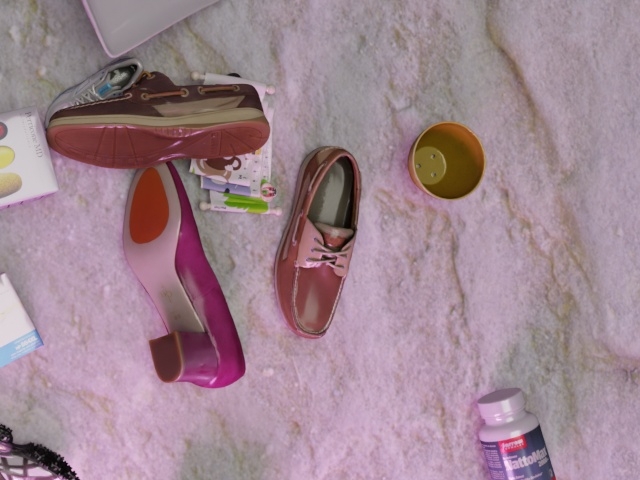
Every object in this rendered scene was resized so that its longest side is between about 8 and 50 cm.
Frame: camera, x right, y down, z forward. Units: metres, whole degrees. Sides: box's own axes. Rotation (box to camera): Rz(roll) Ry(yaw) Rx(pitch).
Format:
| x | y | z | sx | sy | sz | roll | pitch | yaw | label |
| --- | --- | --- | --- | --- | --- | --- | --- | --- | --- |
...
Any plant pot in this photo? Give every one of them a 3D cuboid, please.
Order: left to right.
| x | y | z | sx | sy | sz | roll | pitch | yaw | label |
| --- | --- | --- | --- | --- | --- | --- | --- | --- | --- |
| 0.202 | -0.131 | 2.000 | 0.134 | 0.095 | 0.134 | 1 | 88 | -18 | plant pot |

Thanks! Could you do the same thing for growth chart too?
| x | y | z | sx | sy | sz | roll | pitch | yaw | label |
| --- | --- | --- | --- | --- | --- | --- | --- | --- | --- |
| -0.144 | -0.156 | 1.913 | 0.171 | 0.021 | 0.237 | -3 | 94 | -27 | growth chart |

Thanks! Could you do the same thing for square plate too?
| x | y | z | sx | sy | sz | roll | pitch | yaw | label |
| --- | --- | --- | --- | --- | --- | --- | --- | --- | --- |
| -0.295 | -0.489 | 1.786 | 0.347 | 0.049 | 0.344 | -41 | 114 | -46 | square plate |

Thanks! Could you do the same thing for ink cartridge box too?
| x | y | z | sx | sy | sz | roll | pitch | yaw | label |
| --- | --- | --- | --- | --- | --- | --- | --- | --- | --- |
| -0.493 | 0.114 | 1.770 | 0.089 | 0.092 | 0.143 | -27 | 97 | -17 | ink cartridge box |

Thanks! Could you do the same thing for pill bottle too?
| x | y | z | sx | sy | sz | roll | pitch | yaw | label |
| --- | --- | --- | --- | --- | --- | --- | --- | --- | --- |
| 0.334 | 0.353 | 2.023 | 0.107 | 0.108 | 0.180 | -19 | 94 | -17 | pill bottle |

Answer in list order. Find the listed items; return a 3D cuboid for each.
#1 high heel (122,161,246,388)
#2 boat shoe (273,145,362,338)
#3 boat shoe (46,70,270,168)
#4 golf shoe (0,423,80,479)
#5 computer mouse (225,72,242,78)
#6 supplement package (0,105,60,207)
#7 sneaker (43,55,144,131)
| x | y | z | sx | sy | sz | roll | pitch | yaw | label |
| --- | --- | --- | --- | --- | --- | --- | --- | --- | --- |
| -0.212 | 0.051 | 1.885 | 0.181 | 0.127 | 0.378 | 10 | 72 | -57 | high heel |
| 0.000 | 0.000 | 1.920 | 0.123 | 0.116 | 0.325 | 7 | 86 | -17 | boat shoe |
| -0.253 | -0.197 | 1.812 | 0.341 | 0.123 | 0.123 | -6 | 62 | -13 | boat shoe |
| -0.462 | 0.352 | 1.791 | 0.198 | 0.077 | 0.094 | 30 | 91 | -8 | golf shoe |
| -0.228 | -0.207 | 1.899 | 0.242 | 0.041 | 0.071 | -29 | 105 | -23 | computer mouse |
| -0.529 | -0.103 | 1.743 | 0.244 | 0.134 | 0.139 | -17 | 94 | -18 | supplement package |
| -0.353 | -0.230 | 1.832 | 0.190 | 0.083 | 0.071 | -43 | 102 | -13 | sneaker |
